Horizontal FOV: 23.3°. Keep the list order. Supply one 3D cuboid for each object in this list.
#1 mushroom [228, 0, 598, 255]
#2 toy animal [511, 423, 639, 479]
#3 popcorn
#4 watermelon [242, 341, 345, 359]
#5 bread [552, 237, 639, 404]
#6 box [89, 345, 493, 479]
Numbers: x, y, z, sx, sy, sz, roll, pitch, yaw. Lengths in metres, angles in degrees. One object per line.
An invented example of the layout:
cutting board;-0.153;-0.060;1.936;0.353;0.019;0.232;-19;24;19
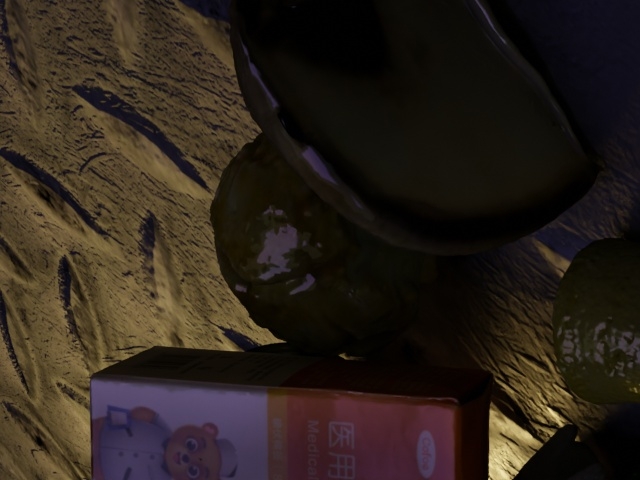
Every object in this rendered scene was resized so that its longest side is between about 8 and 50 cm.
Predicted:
mushroom;0.033;-0.112;1.184;0.212;0.217;0.292;-2;118;63
toy animal;0.262;0.280;1.346;0.127;0.125;0.251;-26;117;33
popcorn;0.000;0.000;1.395;0.204;0.183;0.221;16;139;46
watermelon;-0.027;0.249;1.590;0.285;0.285;0.285;39;148;31
bread;0.239;0.067;1.168;0.114;0.111;0.129;0;123;49
box;-0.020;0.219;1.358;0.341;0.143;0.225;3;99;19
